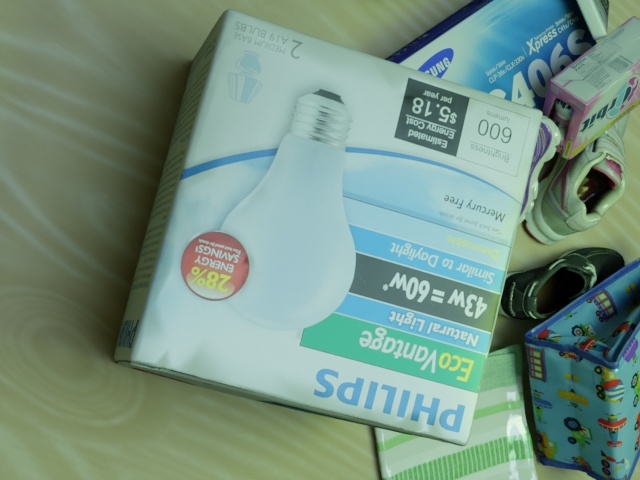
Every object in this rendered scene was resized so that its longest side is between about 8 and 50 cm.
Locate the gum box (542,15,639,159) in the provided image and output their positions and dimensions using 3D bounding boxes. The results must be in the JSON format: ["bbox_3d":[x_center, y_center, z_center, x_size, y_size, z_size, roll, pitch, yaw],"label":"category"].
[{"bbox_3d":[0.367,-0.198,1.495,0.188,0.062,0.107,-37,152,-25],"label":"gum box"}]

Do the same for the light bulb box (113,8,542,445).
[{"bbox_3d":[0.000,0.000,1.216,0.357,0.225,0.361,15,82,-12],"label":"light bulb box"}]

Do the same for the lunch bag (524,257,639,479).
[{"bbox_3d":[0.421,0.159,1.571,0.293,0.138,0.221,-38,129,-37],"label":"lunch bag"}]

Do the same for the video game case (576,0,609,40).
[{"bbox_3d":[0.343,-0.379,1.535,0.190,0.022,0.173,61,25,-16],"label":"video game case"}]

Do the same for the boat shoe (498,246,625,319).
[{"bbox_3d":[0.345,0.061,1.564,0.233,0.079,0.084,-14,96,-35],"label":"boat shoe"}]

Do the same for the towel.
[{"bbox_3d":[0.192,0.318,1.495,0.247,0.038,0.325,-13,97,-30],"label":"towel"}]

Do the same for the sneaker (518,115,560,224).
[{"bbox_3d":[0.244,-0.088,1.475,0.071,0.068,0.170,-8,127,-39],"label":"sneaker"}]

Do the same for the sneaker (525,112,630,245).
[{"bbox_3d":[0.379,-0.107,1.563,0.103,0.111,0.252,30,75,-28],"label":"sneaker"}]

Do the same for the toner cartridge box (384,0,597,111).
[{"bbox_3d":[0.210,-0.216,1.480,0.348,0.075,0.165,-37,108,-26],"label":"toner cartridge box"}]
